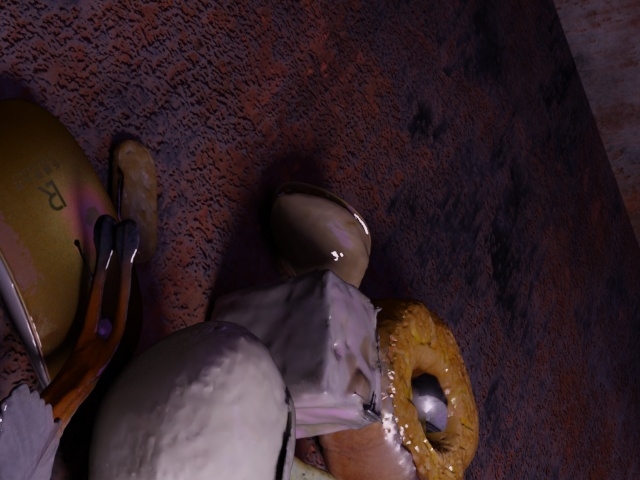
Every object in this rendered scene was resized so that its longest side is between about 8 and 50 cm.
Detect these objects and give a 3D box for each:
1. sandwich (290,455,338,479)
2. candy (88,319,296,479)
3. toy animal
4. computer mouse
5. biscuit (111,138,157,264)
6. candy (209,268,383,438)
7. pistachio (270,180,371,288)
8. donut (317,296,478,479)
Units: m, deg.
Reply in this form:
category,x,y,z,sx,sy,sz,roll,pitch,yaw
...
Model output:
category,x,y,z,sx,sy,sz,roll,pitch,yaw
sandwich,-0.070,0.376,1.262,0.249,0.095,0.273,43,47,-47
candy,-0.137,0.210,1.074,0.185,0.295,0.295,16,63,-18
toy animal,-0.269,0.160,0.984,0.284,0.225,0.302,-35,133,-55
computer mouse,-0.266,0.011,1.085,0.158,0.072,0.310,-41,116,-52
biscuit,-0.211,-0.045,1.238,0.071,0.018,0.147,20,63,-57
candy,-0.029,0.146,1.308,0.137,0.195,0.185,36,48,-51
pistachio,0.000,0.000,1.479,0.185,0.124,0.124,48,41,-16
donut,0.103,0.233,1.531,0.317,0.150,0.299,39,52,-46
